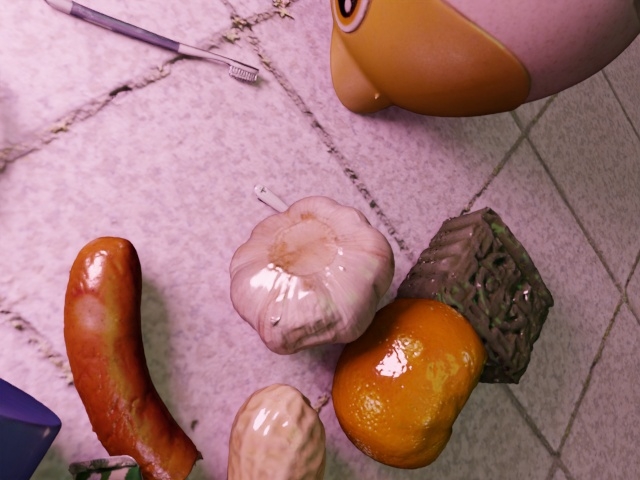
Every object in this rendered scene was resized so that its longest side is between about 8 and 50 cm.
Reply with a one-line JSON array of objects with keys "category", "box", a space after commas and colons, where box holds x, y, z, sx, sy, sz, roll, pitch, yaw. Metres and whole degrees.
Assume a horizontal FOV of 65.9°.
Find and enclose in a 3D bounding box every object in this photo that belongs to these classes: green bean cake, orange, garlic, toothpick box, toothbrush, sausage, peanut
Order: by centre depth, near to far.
[{"category": "sausage", "box": [-0.217, 0.144, 0.548, 0.103, 0.076, 0.301, -20, 92, -43]}, {"category": "peanut", "box": [-0.063, 0.324, 0.588, 0.136, 0.120, 0.298, 29, 67, -48]}, {"category": "garlic", "box": [-0.004, 0.070, 0.671, 0.218, 0.219, 0.212, -62, 152, -27]}, {"category": "toothbrush", "box": [-0.216, -0.270, 0.673, 0.288, 0.024, 0.026, 11, 88, -33]}, {"category": "orange", "box": [0.114, 0.186, 0.675, 0.237, 0.179, 0.158, -52, 137, -4]}, {"category": "toothpick box", "box": [0.222, -0.395, 0.752, 0.409, 0.426, 0.408, 9, 78, -50]}, {"category": "toothbrush", "box": [0.000, 0.000, 0.760, 0.263, 0.026, 0.022, 38, 61, -18]}, {"category": "green bean cake", "box": [0.281, 0.095, 0.866, 0.241, 0.132, 0.255, 50, 58, -10]}]

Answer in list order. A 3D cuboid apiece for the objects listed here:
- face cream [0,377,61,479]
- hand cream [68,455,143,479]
[{"category": "face cream", "box": [-0.360, 0.177, 0.343, 0.249, 0.249, 0.225, 38, 67, -22]}, {"category": "hand cream", "box": [-0.190, 0.358, 0.520, 0.059, 0.096, 0.275, -24, 97, -69]}]
